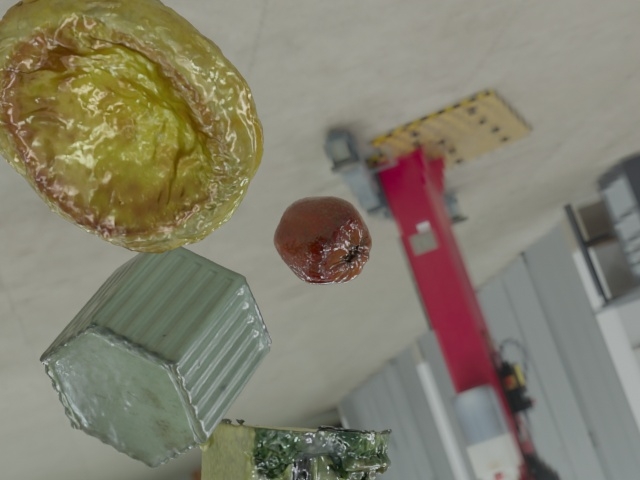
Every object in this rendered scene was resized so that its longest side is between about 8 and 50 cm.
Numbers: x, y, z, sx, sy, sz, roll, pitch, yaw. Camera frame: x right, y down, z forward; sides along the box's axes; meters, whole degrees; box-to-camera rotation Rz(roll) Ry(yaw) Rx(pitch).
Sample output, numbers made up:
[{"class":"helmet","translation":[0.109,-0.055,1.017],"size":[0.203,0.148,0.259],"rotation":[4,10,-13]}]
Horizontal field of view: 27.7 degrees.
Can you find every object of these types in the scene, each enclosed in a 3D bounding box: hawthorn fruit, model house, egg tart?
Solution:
[{"class":"hawthorn fruit","translation":[0.000,0.000,1.876],"size":[0.138,0.133,0.133],"rotation":[25,-162,34]},{"class":"model house","translation":[-0.039,0.435,2.164],"size":[0.321,0.266,0.261],"rotation":[9,173,-29]},{"class":"egg tart","translation":[-0.195,-0.136,1.333],"size":[0.319,0.319,0.128],"rotation":[-26,-154,32]}]

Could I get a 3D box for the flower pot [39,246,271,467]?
[{"class":"flower pot","translation":[-0.205,0.141,1.633],"size":[0.239,0.209,0.190],"rotation":[-31,-163,43]}]
